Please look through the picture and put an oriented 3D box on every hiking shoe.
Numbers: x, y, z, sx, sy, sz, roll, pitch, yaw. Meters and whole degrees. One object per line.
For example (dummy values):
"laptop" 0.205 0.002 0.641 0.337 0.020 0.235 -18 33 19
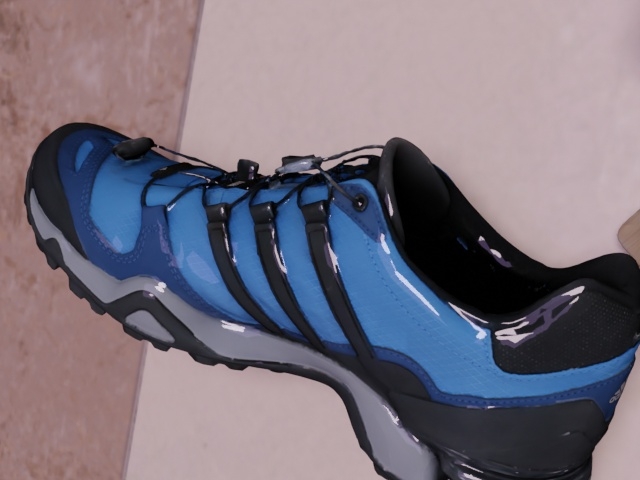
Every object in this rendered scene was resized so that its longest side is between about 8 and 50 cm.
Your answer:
"hiking shoe" 0.000 0.000 0.417 0.304 0.113 0.132 27 120 15

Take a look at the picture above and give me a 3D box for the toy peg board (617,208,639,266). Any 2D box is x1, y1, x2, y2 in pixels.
"toy peg board" 0.199 -0.007 0.313 0.161 0.079 0.161 -45 52 20
